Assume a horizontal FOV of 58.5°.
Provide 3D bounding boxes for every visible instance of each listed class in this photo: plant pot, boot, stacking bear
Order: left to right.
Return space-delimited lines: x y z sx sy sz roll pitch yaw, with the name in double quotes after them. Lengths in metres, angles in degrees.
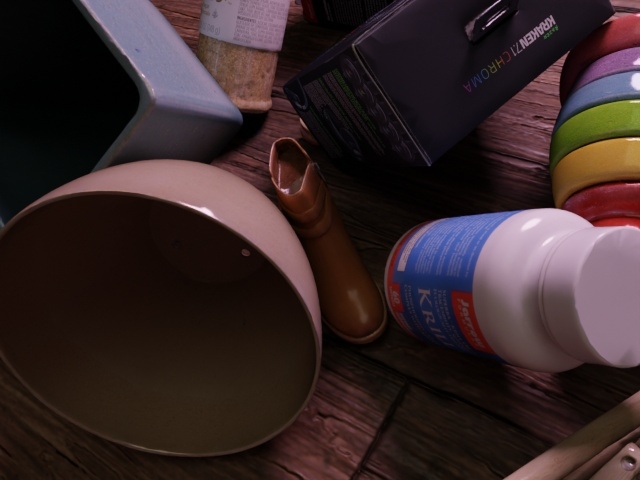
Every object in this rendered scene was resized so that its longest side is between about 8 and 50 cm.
-0.239 -0.148 0.669 0.247 0.252 0.247 -43 77 23 "plant pot"
-0.131 0.036 0.547 0.285 0.283 0.190 -7 31 11 "plant pot"
0.000 0.000 0.584 0.073 0.152 0.197 -27 52 -4 "boot"
0.294 -0.049 0.535 0.176 0.164 0.288 -5 60 42 "stacking bear"

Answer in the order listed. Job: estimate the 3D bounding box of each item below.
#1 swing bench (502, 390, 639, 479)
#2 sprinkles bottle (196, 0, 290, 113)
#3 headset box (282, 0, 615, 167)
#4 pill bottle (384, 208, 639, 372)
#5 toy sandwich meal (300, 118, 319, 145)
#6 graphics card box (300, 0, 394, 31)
0.263 0.218 0.345 0.255 0.165 0.253 -30 51 -13 "swing bench"
-0.091 -0.355 0.756 0.121 0.355 0.121 11 22 -5 "sprinkles bottle"
0.118 -0.200 0.615 0.246 0.131 0.283 -39 16 -8 "headset box"
0.154 0.038 0.462 0.124 0.124 0.221 -44 13 -17 "pill bottle"
0.011 -0.165 0.782 0.086 0.029 0.085 -8 53 11 "toy sandwich meal"
0.117 -0.396 0.793 0.371 0.232 0.094 26 62 32 "graphics card box"
